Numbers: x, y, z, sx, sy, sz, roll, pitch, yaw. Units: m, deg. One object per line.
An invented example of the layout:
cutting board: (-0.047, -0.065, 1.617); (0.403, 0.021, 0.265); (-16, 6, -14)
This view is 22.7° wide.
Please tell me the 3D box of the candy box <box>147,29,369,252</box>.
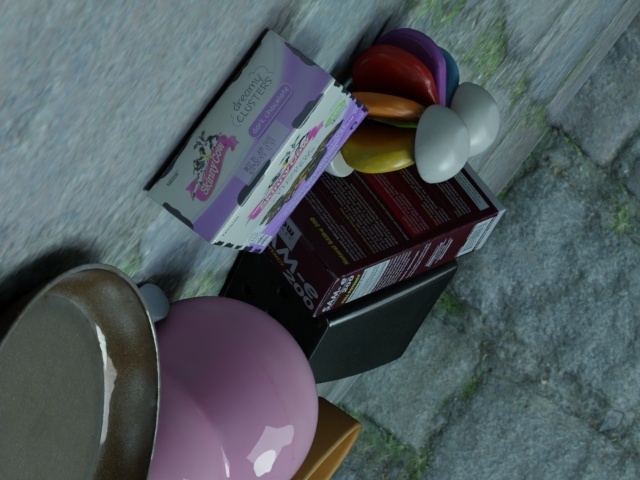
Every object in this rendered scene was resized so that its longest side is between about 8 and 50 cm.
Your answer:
candy box: (-0.047, -0.075, 1.332); (0.165, 0.070, 0.196); (-52, 171, 4)

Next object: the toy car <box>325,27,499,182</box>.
toy car: (0.080, -0.138, 1.567); (0.182, 0.159, 0.136); (-37, 126, -55)

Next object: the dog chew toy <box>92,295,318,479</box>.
dog chew toy: (-0.155, 0.188, 1.446); (0.332, 0.206, 0.206); (-34, 161, -40)

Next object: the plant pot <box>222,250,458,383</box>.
plant pot: (0.004, 0.048, 1.737); (0.167, 0.187, 0.188); (-30, 158, -40)

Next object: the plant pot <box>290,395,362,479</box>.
plant pot: (-0.120, 0.264, 1.834); (0.291, 0.203, 0.291); (-51, 171, -12)

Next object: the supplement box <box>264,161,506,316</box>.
supplement box: (0.059, -0.024, 1.644); (0.239, 0.130, 0.073); (-20, 153, -36)

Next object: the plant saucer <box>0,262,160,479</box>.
plant saucer: (-0.210, 0.166, 1.200); (0.310, 0.050, 0.310); (11, 90, -69)

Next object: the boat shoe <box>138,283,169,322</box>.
boat shoe: (-0.168, 0.066, 1.417); (0.035, 0.035, 0.100); (-26, -175, 22)
